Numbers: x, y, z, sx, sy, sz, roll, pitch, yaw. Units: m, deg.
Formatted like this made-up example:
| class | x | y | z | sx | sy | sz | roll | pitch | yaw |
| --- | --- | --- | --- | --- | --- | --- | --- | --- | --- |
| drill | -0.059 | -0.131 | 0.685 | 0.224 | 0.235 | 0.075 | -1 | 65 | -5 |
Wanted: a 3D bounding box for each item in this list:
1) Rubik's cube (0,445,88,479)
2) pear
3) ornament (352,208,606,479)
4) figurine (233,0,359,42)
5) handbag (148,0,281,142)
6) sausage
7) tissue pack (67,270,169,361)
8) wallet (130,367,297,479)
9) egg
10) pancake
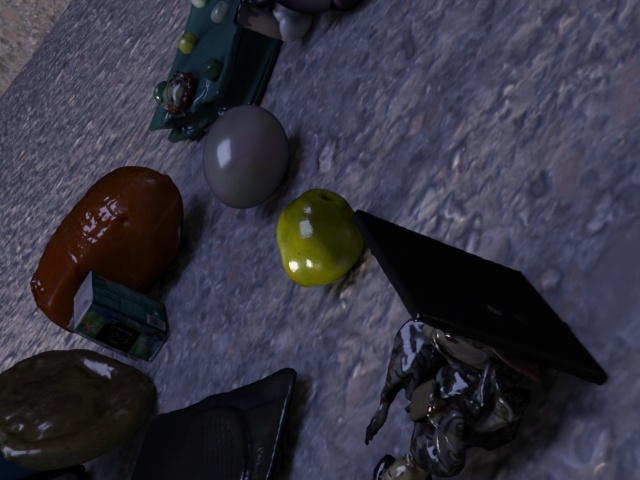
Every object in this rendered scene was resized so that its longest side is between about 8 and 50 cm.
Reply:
| class | x | y | z | sx | sy | sz | roll | pitch | yaw |
| --- | --- | --- | --- | --- | --- | --- | --- | --- | --- |
| Rubik's cube | -0.480 | 0.406 | 1.325 | 0.310 | 0.305 | 0.307 | -51 | 28 | 22 |
| pear | 0.000 | 0.000 | 1.093 | 0.092 | 0.092 | 0.097 | -105 | 32 | -55 |
| ornament | 0.071 | 0.117 | 0.793 | 0.196 | 0.153 | 0.166 | -64 | 23 | 18 |
| figurine | -0.015 | -0.336 | 1.409 | 0.222 | 0.145 | 0.145 | -43 | 30 | 53 |
| handbag | -0.152 | -0.295 | 1.643 | 0.269 | 0.100 | 0.274 | -8 | 58 | 59 |
| sausage | -0.288 | 0.013 | 1.531 | 0.268 | 0.153 | 0.141 | -48 | 24 | 25 |
| tissue pack | -0.267 | 0.107 | 1.449 | 0.079 | 0.111 | 0.085 | -55 | 25 | 17 |
| wallet | -0.135 | 0.269 | 1.131 | 0.323 | 0.041 | 0.247 | -29 | 39 | 52 |
| egg | -0.089 | -0.101 | 1.329 | 0.103 | 0.103 | 0.135 | -34 | 39 | 45 |
| pancake | -0.319 | 0.198 | 1.375 | 0.236 | 0.222 | 0.042 | -129 | 26 | -60 |
